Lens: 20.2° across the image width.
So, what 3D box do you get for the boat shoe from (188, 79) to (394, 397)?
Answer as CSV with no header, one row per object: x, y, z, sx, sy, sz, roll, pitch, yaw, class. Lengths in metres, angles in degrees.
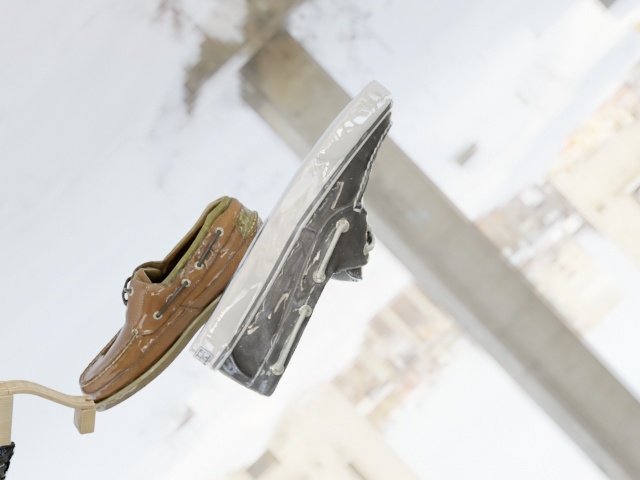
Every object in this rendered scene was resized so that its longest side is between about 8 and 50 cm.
0.000,0.000,1.625,0.301,0.102,0.108,-59,-176,-11,boat shoe

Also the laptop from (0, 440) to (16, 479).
-0.478,0.291,1.925,0.234,0.136,0.264,-24,152,-37,laptop

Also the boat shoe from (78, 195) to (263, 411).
-0.185,0.068,2.112,0.307,0.104,0.110,-43,-158,6,boat shoe

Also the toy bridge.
-0.311,0.168,1.755,0.188,0.026,0.063,-4,120,-24,toy bridge
